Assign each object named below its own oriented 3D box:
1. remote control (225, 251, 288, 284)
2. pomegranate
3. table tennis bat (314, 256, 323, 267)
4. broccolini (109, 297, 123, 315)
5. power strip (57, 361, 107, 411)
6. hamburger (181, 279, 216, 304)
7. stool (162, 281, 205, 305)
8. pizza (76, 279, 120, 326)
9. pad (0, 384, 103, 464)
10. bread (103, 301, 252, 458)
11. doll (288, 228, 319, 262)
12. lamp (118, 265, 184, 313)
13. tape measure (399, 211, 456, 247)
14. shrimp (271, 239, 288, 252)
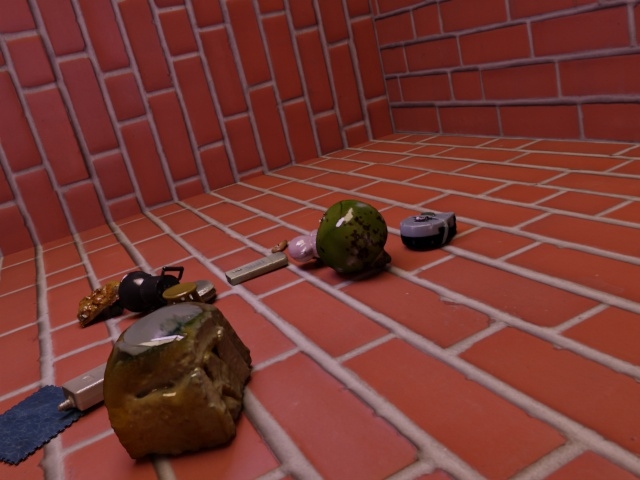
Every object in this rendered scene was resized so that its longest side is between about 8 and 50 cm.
[{"bbox_3d":[-0.233,0.101,2.147,0.234,0.038,0.098,-20,19,-18],"label":"remote control"},{"bbox_3d":[0.113,-0.003,1.910,0.270,0.254,0.254,36,33,8],"label":"pomegranate"},{"bbox_3d":[0.016,0.047,2.162,0.131,0.022,0.234,-8,17,15],"label":"table tennis bat"},{"bbox_3d":[-0.728,0.220,2.150,0.054,0.051,0.239,29,7,-11],"label":"broccolini"},{"bbox_3d":[-0.535,0.352,1.545,0.098,0.058,0.338,7,24,44],"label":"power strip"},{"bbox_3d":[-0.418,0.184,1.992,0.133,0.062,0.140,-21,21,-13],"label":"hamburger"},{"bbox_3d":[-0.434,0.203,1.863,0.134,0.110,0.135,-27,23,-34],"label":"stool"},{"bbox_3d":[-0.801,0.220,2.075,0.292,0.058,0.197,-20,30,44],"label":"pizza"},{"bbox_3d":[-0.723,0.453,1.474,0.270,0.012,0.269,-2,21,32],"label":"pad"},{"bbox_3d":[-0.314,0.272,1.333,0.239,0.264,0.395,-15,19,9],"label":"bread"},{"bbox_3d":[0.000,-0.001,2.141,0.160,0.094,0.365,-3,17,25],"label":"doll"},{"bbox_3d":[-0.553,0.176,1.956,0.227,0.172,0.147,-5,-7,42],"label":"lamp"},{"bbox_3d":[0.368,-0.040,2.036,0.182,0.107,0.181,-2,14,24],"label":"tape measure"},{"bbox_3d":[-0.166,0.024,2.361,0.059,0.023,0.108,-16,15,20],"label":"shrimp"}]
